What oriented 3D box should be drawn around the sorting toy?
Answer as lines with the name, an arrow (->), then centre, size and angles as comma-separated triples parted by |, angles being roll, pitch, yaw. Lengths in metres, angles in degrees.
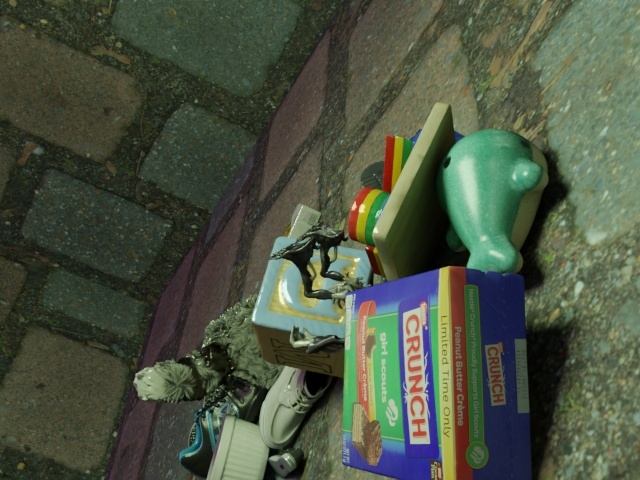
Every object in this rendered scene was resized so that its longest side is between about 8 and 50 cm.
sorting toy -> 0.138, -0.057, 1.251 | 0.257, 0.089, 0.255 | -62, -26, -22

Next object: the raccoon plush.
raccoon plush -> -0.224, 0.234, 1.745 | 0.299, 0.447, 0.216 | 166, 100, -67

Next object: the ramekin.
ramekin -> -0.181, 0.490, 1.653 | 0.207, 0.109, 0.207 | -165, 90, -84

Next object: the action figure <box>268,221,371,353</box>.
action figure -> 0.031, 0.111, 1.258 | 0.141, 0.275, 0.164 | -18, 17, 42

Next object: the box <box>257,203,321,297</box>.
box -> -0.094, 0.055, 2.120 | 0.323, 0.067, 0.063 | -68, 16, -4

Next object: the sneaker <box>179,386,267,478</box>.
sneaker -> -0.233, 0.429, 1.898 | 0.340, 0.140, 0.125 | -69, 14, -16

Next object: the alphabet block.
alphabet block -> -0.007, 0.130, 1.442 | 0.197, 0.194, 0.192 | 85, -161, -60

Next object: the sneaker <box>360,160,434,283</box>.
sneaker -> 0.156, -0.003, 1.449 | 0.131, 0.112, 0.318 | 67, -167, -51

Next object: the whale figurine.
whale figurine -> 0.244, -0.053, 1.142 | 0.216, 0.141, 0.272 | -45, 25, 48

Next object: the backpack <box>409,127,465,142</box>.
backpack -> 0.212, -0.162, 1.463 | 0.098, 0.101, 0.120 | -66, 11, -23

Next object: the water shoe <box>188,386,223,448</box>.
water shoe -> -0.316, 0.516, 2.179 | 0.080, 0.073, 0.203 | 77, -149, -74

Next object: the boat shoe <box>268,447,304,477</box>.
boat shoe -> -0.068, 0.452, 1.554 | 0.040, 0.049, 0.142 | -34, -6, -27

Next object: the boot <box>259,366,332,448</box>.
boot -> -0.046, 0.316, 1.576 | 0.258, 0.095, 0.123 | -70, 16, -7

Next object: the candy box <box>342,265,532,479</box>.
candy box -> 0.143, 0.190, 1.036 | 0.317, 0.122, 0.268 | 157, 116, -65
